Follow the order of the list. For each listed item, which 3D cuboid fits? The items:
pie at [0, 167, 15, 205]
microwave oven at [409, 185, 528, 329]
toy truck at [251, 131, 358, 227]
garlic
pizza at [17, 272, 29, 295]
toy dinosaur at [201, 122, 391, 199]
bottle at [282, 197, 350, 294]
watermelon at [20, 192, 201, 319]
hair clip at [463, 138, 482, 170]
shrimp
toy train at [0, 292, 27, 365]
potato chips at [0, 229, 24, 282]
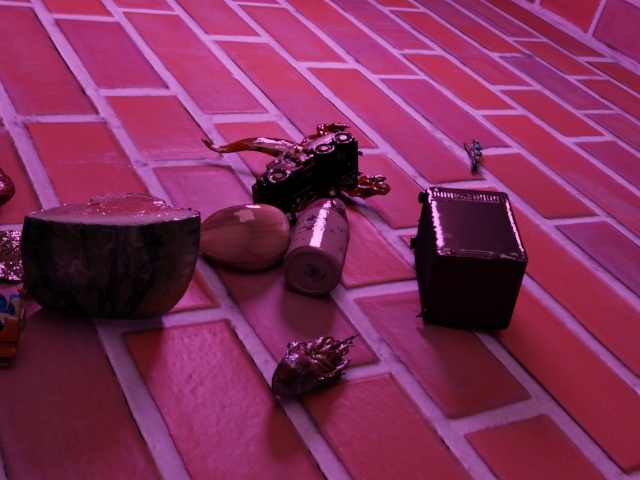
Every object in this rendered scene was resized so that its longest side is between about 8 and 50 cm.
[{"bbox_3d":[-0.653,-0.128,1.502,0.219,0.054,0.204,36,8,30],"label":"pie"},{"bbox_3d":[0.273,0.035,1.602,0.178,0.188,0.247,7,36,-4],"label":"microwave oven"},{"bbox_3d":[-0.037,-0.137,1.747,0.127,0.127,0.257,28,48,34],"label":"toy truck"},{"bbox_3d":[-0.120,-0.003,1.571,0.207,0.128,0.115,-3,59,-39],"label":"garlic"},{"bbox_3d":[-0.445,0.036,1.357,0.029,0.099,0.100,37,35,3],"label":"pizza"},{"bbox_3d":[-0.034,-0.201,1.923,0.432,0.097,0.208,16,43,9],"label":"toy dinosaur"},{"bbox_3d":[0.000,0.000,1.603,0.110,0.110,0.233,16,32,0],"label":"bottle"},{"bbox_3d":[-0.341,0.006,1.341,0.262,0.212,0.201,3,33,-20],"label":"watermelon"},{"bbox_3d":[0.406,-0.231,2.208,0.049,0.049,0.173,14,30,-3],"label":"hair clip"},{"bbox_3d":[-0.004,0.187,1.340,0.090,0.079,0.233,36,31,21],"label":"shrimp"},{"bbox_3d":[-0.518,0.121,1.195,0.188,0.099,0.072,4,30,-16],"label":"toy train"},{"bbox_3d":[-0.522,0.024,1.417,0.209,0.026,0.142,-6,40,-31],"label":"potato chips"}]
